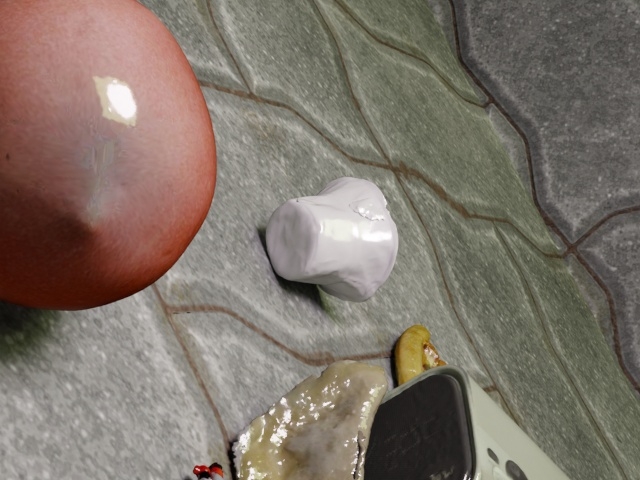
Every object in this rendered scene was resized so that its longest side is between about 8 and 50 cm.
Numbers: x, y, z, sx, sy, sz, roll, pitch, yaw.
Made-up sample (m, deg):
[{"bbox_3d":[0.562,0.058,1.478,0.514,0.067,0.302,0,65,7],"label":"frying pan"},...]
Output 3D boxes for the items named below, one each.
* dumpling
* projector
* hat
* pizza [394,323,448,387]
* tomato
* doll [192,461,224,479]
[{"bbox_3d":[-0.021,0.276,1.475,0.086,0.166,0.332,94,8,-46],"label":"dumpling"},{"bbox_3d":[0.153,0.338,1.535,0.249,0.248,0.248,46,23,-26],"label":"projector"},{"bbox_3d":[0.000,0.000,1.840,0.126,0.203,0.203,-3,59,-41],"label":"hat"},{"bbox_3d":[0.187,0.246,2.009,0.197,0.058,0.292,47,23,-25],"label":"pizza"},{"bbox_3d":[-0.246,-0.089,1.198,0.321,0.321,0.321,46,23,-26],"label":"tomato"},{"bbox_3d":[-0.113,0.282,1.303,0.109,0.057,0.169,51,22,-8],"label":"doll"}]
